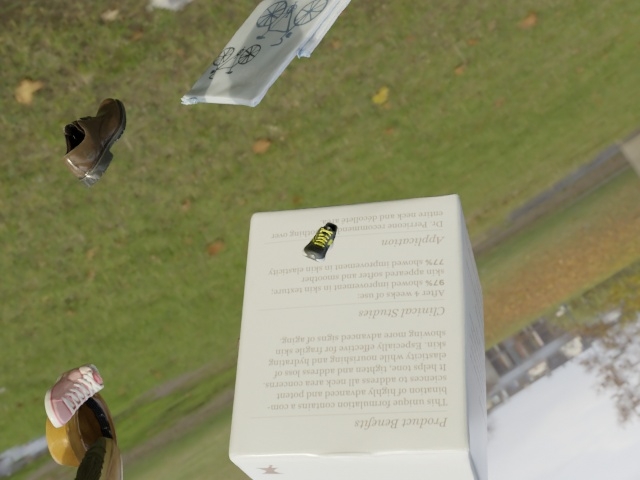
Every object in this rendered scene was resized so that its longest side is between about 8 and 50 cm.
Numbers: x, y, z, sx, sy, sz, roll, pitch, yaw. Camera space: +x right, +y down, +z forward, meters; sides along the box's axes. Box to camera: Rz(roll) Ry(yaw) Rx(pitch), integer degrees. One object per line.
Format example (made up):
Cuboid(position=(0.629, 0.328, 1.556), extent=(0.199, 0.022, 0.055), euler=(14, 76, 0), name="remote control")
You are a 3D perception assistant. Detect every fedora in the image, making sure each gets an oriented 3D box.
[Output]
Cuboid(position=(-0.425, 0.341, 1.692), extent=(0.079, 0.194, 0.194), euler=(-15, 175, 9), name="fedora")

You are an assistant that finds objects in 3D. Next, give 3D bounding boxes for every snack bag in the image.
Cuboid(position=(-0.120, -0.408, 2.077), extent=(0.323, 0.037, 0.342), euler=(13, -118, 53), name="snack bag")

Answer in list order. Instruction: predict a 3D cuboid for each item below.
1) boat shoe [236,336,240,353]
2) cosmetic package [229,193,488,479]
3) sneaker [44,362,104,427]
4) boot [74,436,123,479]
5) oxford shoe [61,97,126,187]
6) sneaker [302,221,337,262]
Cuboid(position=(-0.046, 0.278, 1.740), extent=(0.109, 0.302, 0.098), euler=(-45, 147, -3), name="boat shoe")
Cuboid(position=(0.076, 0.186, 1.473), extent=(0.329, 0.393, 0.327), euler=(-4, 151, 13), name="cosmetic package")
Cuboid(position=(-0.378, 0.233, 1.497), extent=(0.070, 0.051, 0.134), euler=(-23, -160, 9), name="sneaker")
Cuboid(position=(-0.275, 0.460, 1.571), extent=(0.269, 0.236, 0.089), euler=(22, 164, -35), name="boot")
Cuboid(position=(-0.433, -0.210, 1.841), extent=(0.083, 0.096, 0.227), euler=(-33, -149, 30), name="oxford shoe")
Cuboid(position=(0.000, 0.000, 1.235), extent=(0.083, 0.031, 0.035), euler=(-56, 168, -65), name="sneaker")
